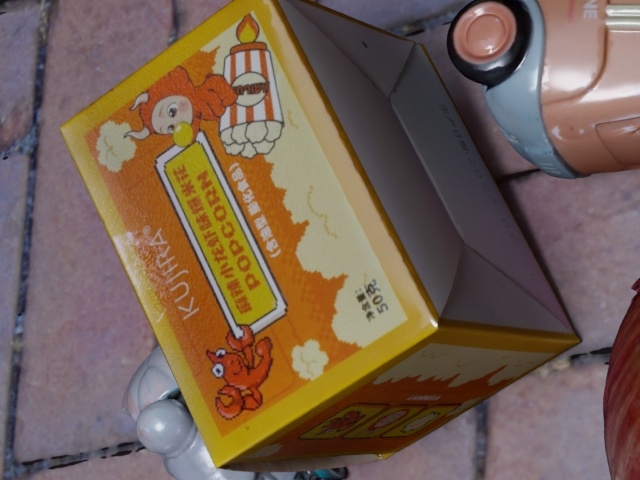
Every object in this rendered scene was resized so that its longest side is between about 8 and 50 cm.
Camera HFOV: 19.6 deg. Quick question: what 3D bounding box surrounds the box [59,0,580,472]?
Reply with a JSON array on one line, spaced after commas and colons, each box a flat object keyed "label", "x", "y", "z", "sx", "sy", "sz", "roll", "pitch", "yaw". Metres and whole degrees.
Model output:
[{"label": "box", "x": 0.000, "y": 0.000, "z": 1.357, "sx": 0.214, "sy": 0.259, "sz": 0.283, "roll": -35, "pitch": 70, "yaw": 23}]

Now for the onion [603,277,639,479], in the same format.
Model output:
[{"label": "onion", "x": 0.345, "y": 0.090, "z": 1.090, "sx": 0.354, "sy": 0.353, "sz": 0.353, "roll": -15, "pitch": 63, "yaw": 32}]

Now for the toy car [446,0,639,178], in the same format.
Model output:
[{"label": "toy car", "x": 0.227, "y": -0.181, "z": 1.363, "sx": 0.212, "sy": 0.180, "sz": 0.270, "roll": -1, "pitch": 71, "yaw": 26}]

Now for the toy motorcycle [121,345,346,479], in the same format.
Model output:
[{"label": "toy motorcycle", "x": -0.082, "y": 0.164, "z": 1.451, "sx": 0.110, "sy": 0.171, "sz": 0.260, "roll": -43, "pitch": 49, "yaw": 18}]
